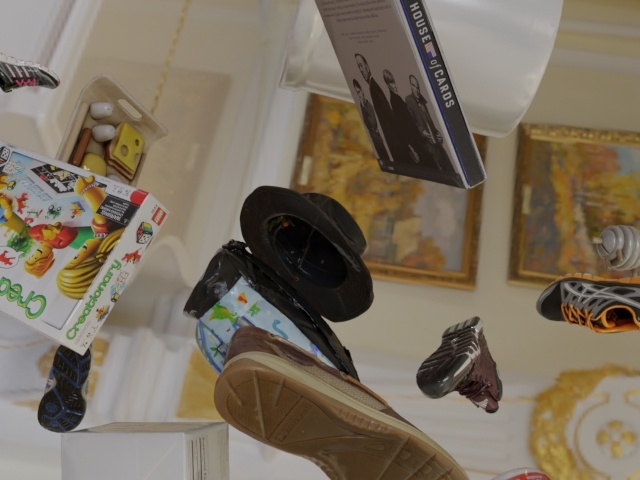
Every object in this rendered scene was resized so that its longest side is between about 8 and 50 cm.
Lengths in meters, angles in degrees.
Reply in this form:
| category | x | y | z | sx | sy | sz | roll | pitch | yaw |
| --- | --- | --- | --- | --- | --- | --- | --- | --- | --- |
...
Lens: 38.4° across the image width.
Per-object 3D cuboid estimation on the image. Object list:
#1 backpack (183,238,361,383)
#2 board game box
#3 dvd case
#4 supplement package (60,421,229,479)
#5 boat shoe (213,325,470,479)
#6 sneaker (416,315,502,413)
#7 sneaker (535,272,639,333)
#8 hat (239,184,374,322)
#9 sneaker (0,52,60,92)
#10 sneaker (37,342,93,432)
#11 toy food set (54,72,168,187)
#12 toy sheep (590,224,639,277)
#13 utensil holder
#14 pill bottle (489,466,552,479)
| category | x | y | z | sx | sy | sz | roll | pitch | yaw |
| --- | --- | --- | --- | --- | --- | --- | --- | --- | --- |
| backpack | -0.089 | 0.194 | 1.694 | 0.273 | 0.355 | 0.290 | -59 | -175 | -3 |
| board game box | -0.346 | -0.004 | 1.107 | 0.193 | 0.305 | 0.053 | -61 | 146 | -15 |
| dvd case | 0.064 | -0.168 | 0.875 | 0.179 | 0.029 | 0.239 | 24 | -40 | 65 |
| supplement package | -0.249 | 0.400 | 1.329 | 0.145 | 0.203 | 0.262 | 12 | 75 | -70 |
| boat shoe | 0.033 | 0.206 | 1.050 | 0.123 | 0.342 | 0.123 | -51 | -162 | 24 |
| sneaker | 0.270 | 0.255 | 1.649 | 0.163 | 0.106 | 0.281 | 63 | 29 | -6 |
| sneaker | 0.429 | 0.105 | 1.435 | 0.084 | 0.214 | 0.083 | 55 | 50 | -24 |
| hat | 0.000 | 0.000 | 1.850 | 0.134 | 0.331 | 0.331 | -42 | 151 | -35 |
| sneaker | -0.637 | -0.340 | 1.933 | 0.063 | 0.170 | 0.075 | 146 | -43 | -63 |
| sneaker | -0.421 | 0.238 | 1.552 | 0.081 | 0.080 | 0.211 | -91 | -156 | -61 |
| toy food set | -0.423 | -0.155 | 1.885 | 0.220 | 0.092 | 0.306 | 44 | 52 | -48 |
| toy sheep | 0.542 | 0.014 | 1.652 | 0.091 | 0.132 | 0.091 | -45 | -144 | 47 |
| utensil holder | 0.155 | -0.360 | 1.499 | 0.327 | 0.385 | 0.328 | -166 | -90 | -83 |
| pill bottle | 0.430 | 0.617 | 1.694 | 0.363 | 0.210 | 0.210 | -125 | -148 | -47 |
